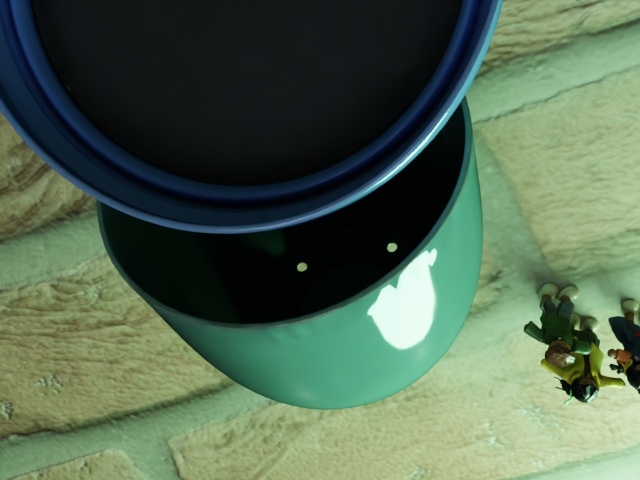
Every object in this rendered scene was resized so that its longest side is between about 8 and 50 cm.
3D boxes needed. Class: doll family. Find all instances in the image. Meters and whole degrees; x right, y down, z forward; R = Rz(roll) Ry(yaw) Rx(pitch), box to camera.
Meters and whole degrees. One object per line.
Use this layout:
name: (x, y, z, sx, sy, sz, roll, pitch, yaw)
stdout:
doll family: (0.273, 0.115, 1.334, 0.193, 0.111, 0.076, 11, 129, -3)

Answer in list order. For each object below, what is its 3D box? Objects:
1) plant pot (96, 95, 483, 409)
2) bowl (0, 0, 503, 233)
plant pot: (0.000, 0.000, 1.175, 0.293, 0.293, 0.235, -9, 145, 13)
bowl: (-0.062, -0.202, 1.017, 0.391, 0.077, 0.391, 1, 93, 11)
